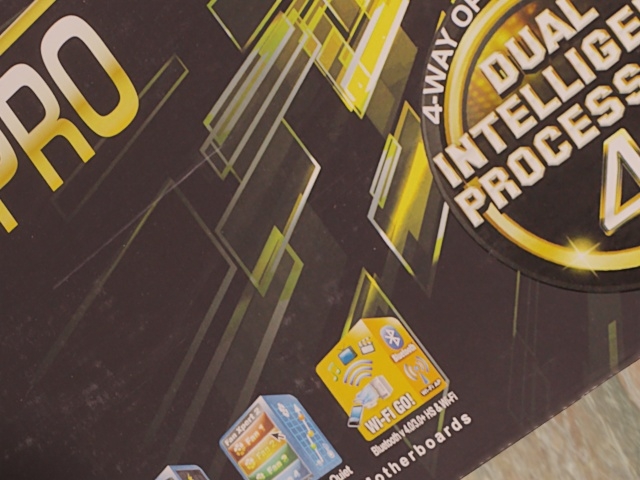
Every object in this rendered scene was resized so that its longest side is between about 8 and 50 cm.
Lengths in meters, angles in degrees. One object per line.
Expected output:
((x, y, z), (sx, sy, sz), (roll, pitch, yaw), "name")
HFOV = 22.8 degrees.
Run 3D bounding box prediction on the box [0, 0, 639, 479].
((-0.048, -0.047, 0.542), (0.318, 0.395, 0.097), (55, 26, 6), "box")
